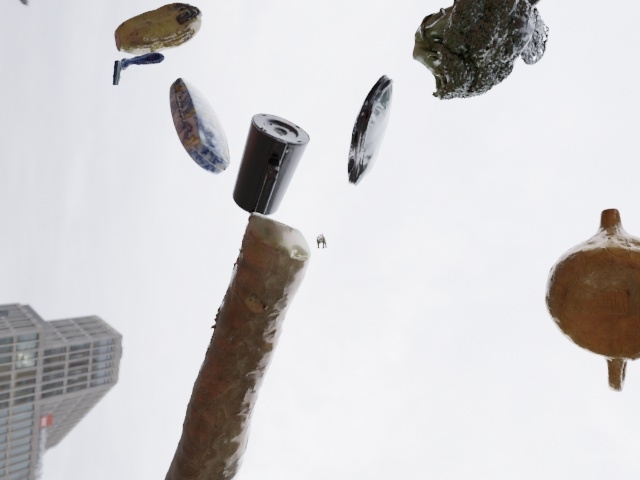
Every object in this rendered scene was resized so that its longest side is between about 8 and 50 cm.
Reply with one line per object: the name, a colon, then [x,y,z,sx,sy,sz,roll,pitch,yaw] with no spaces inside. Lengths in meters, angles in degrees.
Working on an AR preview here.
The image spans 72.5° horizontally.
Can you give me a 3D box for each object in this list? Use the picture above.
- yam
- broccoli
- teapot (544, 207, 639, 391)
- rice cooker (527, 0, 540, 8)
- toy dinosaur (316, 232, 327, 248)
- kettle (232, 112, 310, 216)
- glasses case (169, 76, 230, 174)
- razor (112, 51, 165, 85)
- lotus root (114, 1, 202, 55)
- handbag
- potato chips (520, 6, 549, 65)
yam: [-0.078,0.121,0.379,0.066,0.066,0.300,30,-72,38]
broccoli: [0.185,-0.246,0.537,0.137,0.145,0.162,13,-90,38]
teapot: [0.507,0.101,0.748,0.203,0.167,0.312,-3,-83,40]
rice cooker: [0.286,-0.459,0.710,0.203,0.118,0.142,50,-45,-4]
toy dinosaur: [0.001,0.004,1.119,0.026,0.113,0.041,-1,-83,7]
kettle: [-0.167,-0.233,1.492,0.262,0.203,0.308,50,-51,35]
glasses case: [-0.217,-0.208,0.777,0.065,0.087,0.248,-40,-134,14]
razor: [-0.336,-0.325,0.798,0.028,0.155,0.044,25,-54,0]
lotus root: [-0.438,-0.574,1.190,0.110,0.258,0.097,52,-25,13]
handbag: [0.143,-0.303,1.269,0.074,0.332,0.192,24,-116,12]
potato chips: [0.397,-0.455,0.842,0.029,0.202,0.220,-1,-58,48]
